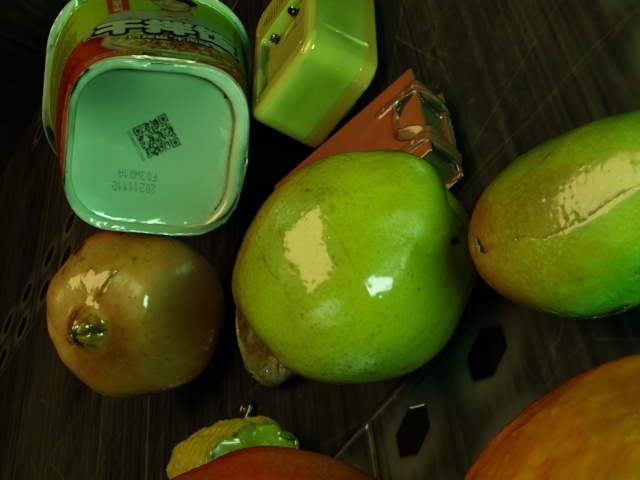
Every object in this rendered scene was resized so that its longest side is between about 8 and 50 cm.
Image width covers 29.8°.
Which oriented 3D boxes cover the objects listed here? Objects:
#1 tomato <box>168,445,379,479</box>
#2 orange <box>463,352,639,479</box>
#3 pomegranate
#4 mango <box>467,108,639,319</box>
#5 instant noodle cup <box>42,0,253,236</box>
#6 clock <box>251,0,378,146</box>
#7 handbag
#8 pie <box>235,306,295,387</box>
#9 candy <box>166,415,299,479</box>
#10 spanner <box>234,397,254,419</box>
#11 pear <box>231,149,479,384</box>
[{"bbox_3d":[-0.031,0.260,0.766,0.224,0.256,0.256,97,-175,-67],"label":"tomato"},{"bbox_3d":[0.159,0.179,0.459,0.284,0.226,0.284,-42,40,51],"label":"orange"},{"bbox_3d":[-0.211,0.085,1.378,0.209,0.209,0.209,-47,30,39],"label":"pomegranate"},{"bbox_3d":[0.184,-0.015,0.743,0.233,0.111,0.125,-10,71,49],"label":"mango"},{"bbox_3d":[-0.199,-0.150,1.430,0.294,0.294,0.308,-61,18,13],"label":"instant noodle cup"},{"bbox_3d":[-0.006,-0.216,1.344,0.143,0.096,0.202,-51,27,38],"label":"clock"},{"bbox_3d":[0.040,-0.056,1.098,0.190,0.063,0.127,-38,34,26],"label":"handbag"},{"bbox_3d":[-0.033,0.057,1.204,0.187,0.041,0.187,-40,39,45],"label":"pie"},{"bbox_3d":[-0.093,0.219,1.141,0.106,0.094,0.199,-38,7,-23],"label":"candy"},{"bbox_3d":[-0.110,0.261,1.238,0.046,0.012,0.208,15,82,66],"label":"spanner"},{"bbox_3d":[0.032,0.024,0.948,0.198,0.198,0.198,-47,30,39],"label":"pear"}]
